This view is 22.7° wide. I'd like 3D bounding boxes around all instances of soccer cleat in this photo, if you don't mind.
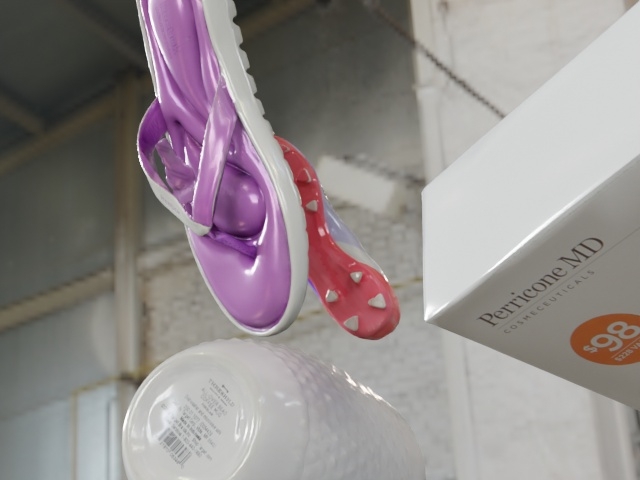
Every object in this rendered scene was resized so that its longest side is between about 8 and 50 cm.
[{"bbox_3d":[0.000,0.000,1.664,0.083,0.248,0.095,-37,-17,6],"label":"soccer cleat"}]

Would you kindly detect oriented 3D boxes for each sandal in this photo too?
[{"bbox_3d":[-0.127,-0.098,1.556,0.102,0.416,0.169,-7,-17,-37],"label":"sandal"}]

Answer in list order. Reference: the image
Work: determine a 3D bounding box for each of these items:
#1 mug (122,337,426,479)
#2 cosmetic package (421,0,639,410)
[{"bbox_3d":[-0.045,0.284,1.772,0.276,0.374,0.328,-37,-33,9],"label":"mug"},{"bbox_3d":[0.269,-0.036,0.730,0.284,0.097,0.377,25,-43,-23],"label":"cosmetic package"}]
